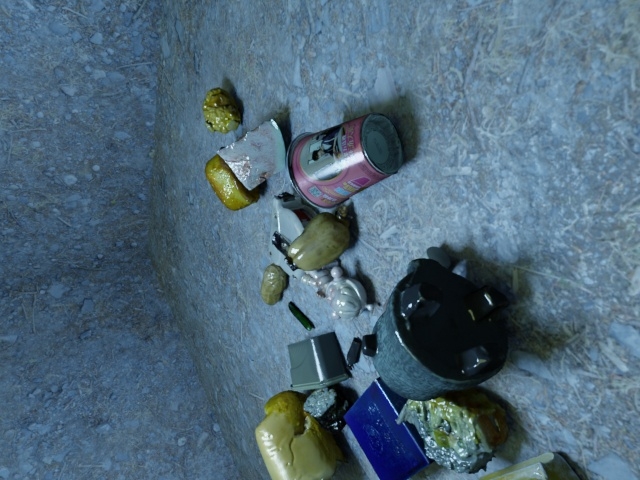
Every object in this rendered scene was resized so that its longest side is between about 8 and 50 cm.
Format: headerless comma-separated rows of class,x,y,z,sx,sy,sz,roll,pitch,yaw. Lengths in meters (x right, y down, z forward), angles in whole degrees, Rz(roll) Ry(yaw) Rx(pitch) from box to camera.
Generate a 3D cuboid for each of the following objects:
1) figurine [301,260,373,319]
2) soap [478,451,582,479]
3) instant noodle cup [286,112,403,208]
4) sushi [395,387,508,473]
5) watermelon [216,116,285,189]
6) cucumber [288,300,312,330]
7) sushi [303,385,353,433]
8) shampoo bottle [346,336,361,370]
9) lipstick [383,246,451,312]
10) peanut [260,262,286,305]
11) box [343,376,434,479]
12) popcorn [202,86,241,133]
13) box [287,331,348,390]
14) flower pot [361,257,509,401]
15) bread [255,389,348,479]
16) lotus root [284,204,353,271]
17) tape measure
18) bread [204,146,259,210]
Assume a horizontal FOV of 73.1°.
figurine,0.061,0.169,1.394,0.256,0.144,0.182,43,114,43
soap,0.473,0.602,0.973,0.174,0.089,0.274,57,142,24
instant noodle cup,0.076,-0.220,1.160,0.255,0.243,0.244,-13,91,48
sushi,0.328,0.455,1.088,0.274,0.139,0.184,6,104,58
watermelon,-0.248,-0.329,1.595,0.310,0.232,0.193,-3,136,46
cucumber,-0.083,0.305,1.731,0.184,0.033,0.036,39,149,45
sushi,0.029,0.602,1.555,0.126,0.136,0.225,47,163,2
shampoo bottle,0.112,0.390,1.480,0.048,0.027,0.137,46,136,40
lipstick,0.249,0.121,1.144,0.070,0.070,0.255,56,142,27
peanut,-0.196,0.187,1.796,0.108,0.095,0.226,55,142,34
box,0.220,0.581,1.319,0.261,0.116,0.279,56,140,30
popcorn,-0.416,-0.535,1.823,0.163,0.140,0.194,-47,71,18
box,-0.023,0.455,1.620,0.274,0.138,0.179,-31,70,52
flower pot,0.257,0.192,0.978,0.299,0.298,0.283,61,150,22
bread,-0.074,0.771,1.653,0.394,0.250,0.361,61,177,25
lotus root,0.000,0.000,1.363,0.154,0.256,0.140,52,179,40
tape measure,-0.092,-0.008,1.548,0.265,0.130,0.258,39,129,42
bread,-0.347,-0.246,1.743,0.145,0.268,0.269,-28,74,15
